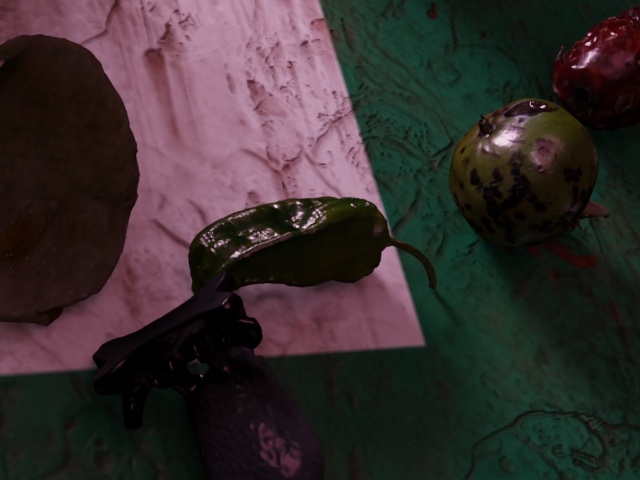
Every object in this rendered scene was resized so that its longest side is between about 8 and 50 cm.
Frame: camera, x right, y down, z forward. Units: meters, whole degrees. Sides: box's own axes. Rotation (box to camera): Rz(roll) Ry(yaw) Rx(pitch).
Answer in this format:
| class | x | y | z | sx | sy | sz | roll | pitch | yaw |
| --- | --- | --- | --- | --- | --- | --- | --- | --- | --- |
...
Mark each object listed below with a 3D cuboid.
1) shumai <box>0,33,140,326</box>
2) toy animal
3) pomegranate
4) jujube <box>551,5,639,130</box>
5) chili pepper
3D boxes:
| class | x | y | z | sx | sy | sz | roll | pitch | yaw |
| --- | --- | --- | --- | --- | --- | --- | --- | --- | --- |
| shumai | -0.220 | -0.042 | 1.042 | 0.120 | 0.201 | 0.201 | 10 | 42 | 32 |
| toy animal | -0.052 | 0.135 | 1.041 | 0.210 | 0.121 | 0.117 | 58 | 8 | -4 |
| pomegranate | 0.172 | -0.044 | 1.233 | 0.161 | 0.122 | 0.122 | 35 | 45 | -39 |
| jujube | 0.271 | -0.154 | 1.351 | 0.104 | 0.104 | 0.166 | 48 | 51 | 9 |
| chili pepper | -0.001 | 0.000 | 1.146 | 0.204 | 0.073 | 0.072 | -8 | 50 | -31 |
